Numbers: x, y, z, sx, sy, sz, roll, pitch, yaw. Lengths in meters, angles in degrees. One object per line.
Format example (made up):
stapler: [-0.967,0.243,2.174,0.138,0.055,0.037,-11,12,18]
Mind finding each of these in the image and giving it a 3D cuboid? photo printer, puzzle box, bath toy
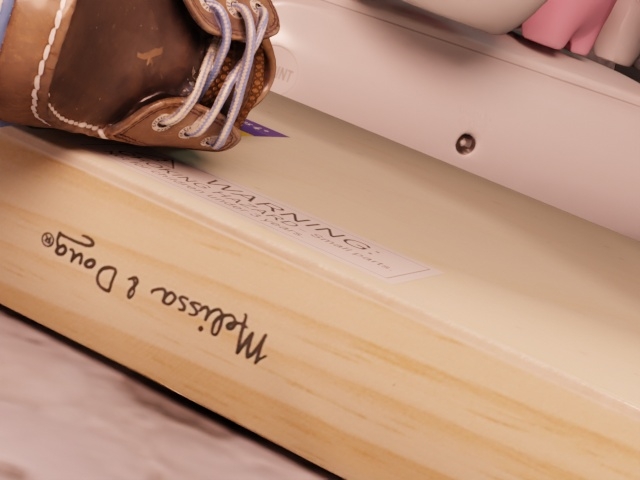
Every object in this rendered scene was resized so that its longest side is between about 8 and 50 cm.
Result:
photo printer: [0.024,-0.098,0.848,0.307,0.107,0.256,15,12,-19]
puzzle box: [0.000,0.000,0.498,0.409,0.052,0.272,24,13,23]
bath toy: [0.125,-0.179,0.802,0.151,0.129,0.348,27,15,24]

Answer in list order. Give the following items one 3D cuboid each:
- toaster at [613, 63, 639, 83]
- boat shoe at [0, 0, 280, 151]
toaster: [0.305,-0.079,1.078,0.168,0.186,0.110,0,18,-36]
boat shoe: [-0.046,-0.059,0.400,0.066,0.066,0.183,21,12,3]
